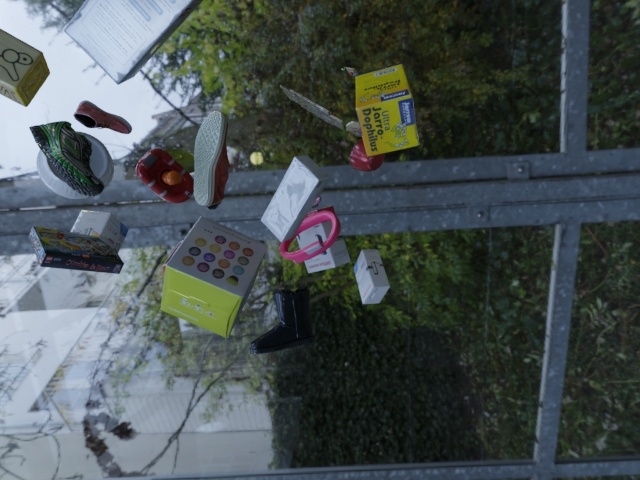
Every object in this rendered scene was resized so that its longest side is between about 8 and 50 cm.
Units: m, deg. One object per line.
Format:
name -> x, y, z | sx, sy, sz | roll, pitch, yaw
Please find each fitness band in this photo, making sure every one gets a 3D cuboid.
fitness band -> -0.045, -0.015, 1.734 | 0.054, 0.290, 0.209 | 47, -147, -35

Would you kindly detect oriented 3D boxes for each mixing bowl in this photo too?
mixing bowl -> 0.240, -0.400, 1.984 | 0.098, 0.181, 0.181 | 44, 153, 36

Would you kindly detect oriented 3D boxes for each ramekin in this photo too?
ramekin -> -0.962, -0.306, 1.633 | 0.127, 0.272, 0.273 | -8, 83, 56

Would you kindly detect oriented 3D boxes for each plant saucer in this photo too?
plant saucer -> -0.778, 0.061, 2.339 | 0.048, 0.258, 0.259 | 47, -138, -24
plant saucer -> -0.654, -0.361, 1.852 | 0.241, 0.241, 0.037 | -89, 8, -59

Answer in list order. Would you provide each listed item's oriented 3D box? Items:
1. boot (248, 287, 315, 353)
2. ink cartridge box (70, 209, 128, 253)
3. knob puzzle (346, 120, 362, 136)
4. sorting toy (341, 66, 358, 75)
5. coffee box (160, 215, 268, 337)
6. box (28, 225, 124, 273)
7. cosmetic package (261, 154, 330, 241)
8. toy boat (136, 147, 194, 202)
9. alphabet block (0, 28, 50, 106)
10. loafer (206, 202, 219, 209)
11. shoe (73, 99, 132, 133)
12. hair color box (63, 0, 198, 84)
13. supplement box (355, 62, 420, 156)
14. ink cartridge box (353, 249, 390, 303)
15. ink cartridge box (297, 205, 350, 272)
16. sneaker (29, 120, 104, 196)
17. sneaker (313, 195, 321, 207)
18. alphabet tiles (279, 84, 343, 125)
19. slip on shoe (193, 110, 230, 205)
boot -> -0.147, 0.281, 1.474 | 0.094, 0.246, 0.207 | 156, 105, -75
ink cartridge box -> -1.085, -0.001, 1.999 | 0.171, 0.168, 0.233 | 78, -160, -61
knob puzzle -> 0.225, -0.609, 2.228 | 0.213, 0.213, 0.030 | 56, -133, -86
sorting toy -> 0.132, -0.750, 1.839 | 0.062, 0.083, 0.012 | 26, -88, -52
coffee box -> -0.478, 0.168, 1.860 | 0.334, 0.337, 0.338 | -70, 6, -47
box -> -0.764, 0.033, 1.299 | 0.233, 0.159, 0.044 | 15, -69, -52
cosmetic package -> -0.074, -0.114, 1.155 | 0.060, 0.099, 0.239 | -26, -23, -51
toy boat -> -0.589, -0.244, 1.613 | 0.151, 0.151, 0.231 | -55, -49, -15
alphabet block -> -1.205, -0.671, 1.591 | 0.193, 0.197, 0.192 | -8, 56, 65
loafer -> -0.602, -0.221, 2.274 | 0.319, 0.112, 0.112 | 169, 99, -85
shoe -> -0.745, -0.403, 1.416 | 0.063, 0.178, 0.081 | -40, 36, 34
hair color box -> -0.494, -0.629, 1.123 | 0.185, 0.374, 0.114 | 47, -155, -23
supplement box -> 0.246, -0.501, 1.560 | 0.357, 0.195, 0.194 | -84, -21, -51
ink cartridge box -> 0.226, 0.163, 1.852 | 0.148, 0.085, 0.203 | 110, 155, -48
ink cartridge box -> 0.000, 0.000, 1.914 | 0.114, 0.197, 0.273 | -20, -89, -43
sneaker -> -0.833, -0.291, 1.398 | 0.343, 0.146, 0.134 | 48, 151, 13
sneaker -> -0.037, -0.219, 2.305 | 0.170, 0.074, 0.063 | -29, 81, 55
alphabet tiles -> -0.026, -0.552, 1.730 | 0.011, 0.285, 0.342 | -59, -1, 9
slip on shoe -> -0.369, -0.284, 1.445 | 0.101, 0.123, 0.331 | -16, -57, -51
